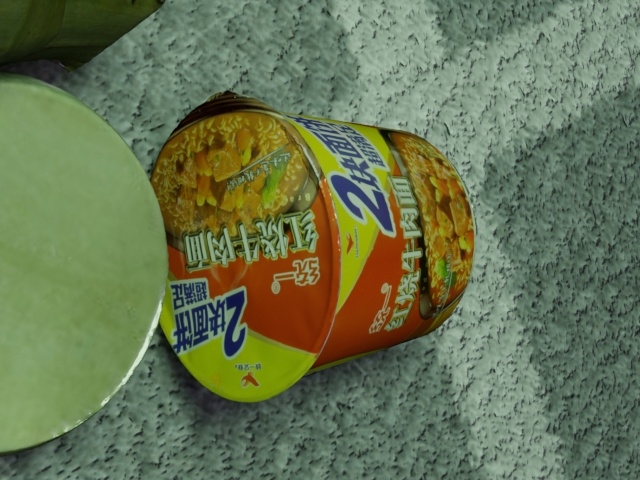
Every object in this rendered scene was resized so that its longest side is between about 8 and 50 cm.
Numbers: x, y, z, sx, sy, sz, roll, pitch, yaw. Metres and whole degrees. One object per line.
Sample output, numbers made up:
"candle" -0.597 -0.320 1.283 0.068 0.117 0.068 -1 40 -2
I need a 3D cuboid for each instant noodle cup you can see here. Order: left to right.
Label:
"instant noodle cup" 0.000 0.000 0.948 0.174 0.213 0.213 -6 94 -43

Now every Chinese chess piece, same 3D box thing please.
"Chinese chess piece" -0.221 0.015 0.841 0.250 0.101 0.250 -1 91 -36

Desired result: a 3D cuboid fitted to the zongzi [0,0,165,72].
"zongzi" -0.238 -0.224 0.748 0.274 0.125 0.251 60 23 2
